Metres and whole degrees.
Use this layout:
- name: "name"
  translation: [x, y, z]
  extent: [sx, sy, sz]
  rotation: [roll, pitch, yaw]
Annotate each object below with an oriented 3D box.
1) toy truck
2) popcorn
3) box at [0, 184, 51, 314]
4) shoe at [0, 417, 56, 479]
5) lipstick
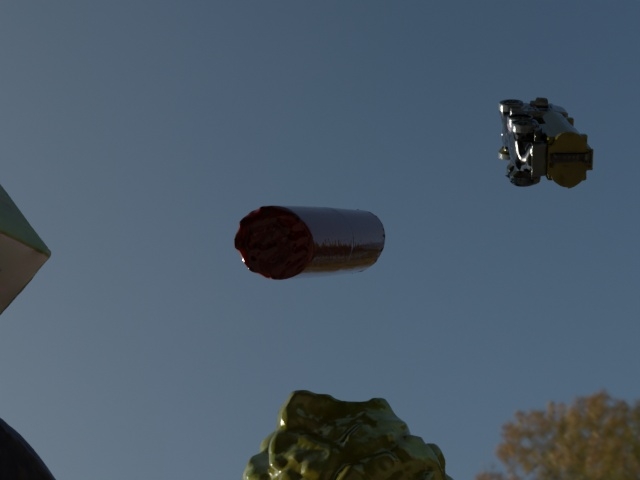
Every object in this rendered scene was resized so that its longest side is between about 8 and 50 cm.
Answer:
- name: "toy truck"
  translation: [0.179, -0.078, 0.871]
  extent: [0.063, 0.123, 0.052]
  rotation: [-1, -71, 3]
- name: "popcorn"
  translation: [0.032, 0.255, 1.017]
  extent: [0.195, 0.256, 0.255]
  rotation: [-41, -88, -26]
- name: "box"
  translation: [-0.253, -0.065, 0.453]
  extent: [0.062, 0.175, 0.260]
  rotation: [-49, -36, 5]
- name: "shoe"
  translation: [-0.159, 0.157, 0.432]
  extent: [0.138, 0.095, 0.245]
  rotation: [-23, -67, 23]
- name: "lipstick"
  translation: [0.000, 0.001, 1.035]
  extent: [0.073, 0.073, 0.280]
  rotation: [-54, -14, 10]
